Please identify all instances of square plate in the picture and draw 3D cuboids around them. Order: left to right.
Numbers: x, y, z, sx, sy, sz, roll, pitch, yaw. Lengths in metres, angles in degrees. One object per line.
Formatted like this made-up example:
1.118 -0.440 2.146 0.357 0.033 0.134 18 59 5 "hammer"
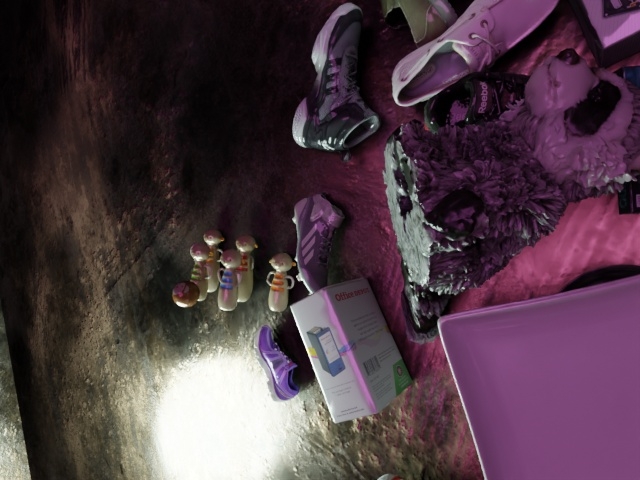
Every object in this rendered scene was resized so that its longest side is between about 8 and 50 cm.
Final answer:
0.368 0.225 0.524 0.343 0.049 0.348 -17 88 18 "square plate"

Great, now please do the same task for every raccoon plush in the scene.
0.257 -0.036 0.584 0.298 0.447 0.216 -12 57 0 "raccoon plush"

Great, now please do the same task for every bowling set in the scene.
-0.211 0.062 0.878 0.286 0.199 0.154 8 94 28 "bowling set"

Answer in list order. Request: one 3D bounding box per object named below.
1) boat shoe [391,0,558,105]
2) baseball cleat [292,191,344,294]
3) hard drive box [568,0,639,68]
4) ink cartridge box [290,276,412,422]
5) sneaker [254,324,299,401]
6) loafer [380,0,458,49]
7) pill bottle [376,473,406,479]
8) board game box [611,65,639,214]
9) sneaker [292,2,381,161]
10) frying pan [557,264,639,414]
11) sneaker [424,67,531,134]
0.233 -0.293 0.630 0.277 0.096 0.098 -30 120 36 "boat shoe"
0.000 0.000 0.797 0.109 0.072 0.206 -23 69 30 "baseball cleat"
0.450 -0.367 0.515 0.232 0.089 0.181 -23 79 30 "hard drive box"
0.057 0.185 0.729 0.093 0.154 0.213 -29 76 31 "ink cartridge box"
-0.090 0.261 0.888 0.071 0.068 0.170 -21 88 15 "sneaker"
0.134 -0.427 0.708 0.087 0.094 0.251 -40 71 21 "loafer"
0.223 0.531 0.599 0.362 0.210 0.211 13 98 31 "pill bottle"
0.446 -0.129 0.523 0.126 0.026 0.187 -2 89 0 "board game box"
0.054 -0.283 0.761 0.153 0.101 0.269 32 113 27 "sneaker"
0.443 0.076 0.544 0.197 0.053 0.326 33 99 18 "frying pan"
0.278 -0.195 0.598 0.275 0.135 0.098 0 89 30 "sneaker"
